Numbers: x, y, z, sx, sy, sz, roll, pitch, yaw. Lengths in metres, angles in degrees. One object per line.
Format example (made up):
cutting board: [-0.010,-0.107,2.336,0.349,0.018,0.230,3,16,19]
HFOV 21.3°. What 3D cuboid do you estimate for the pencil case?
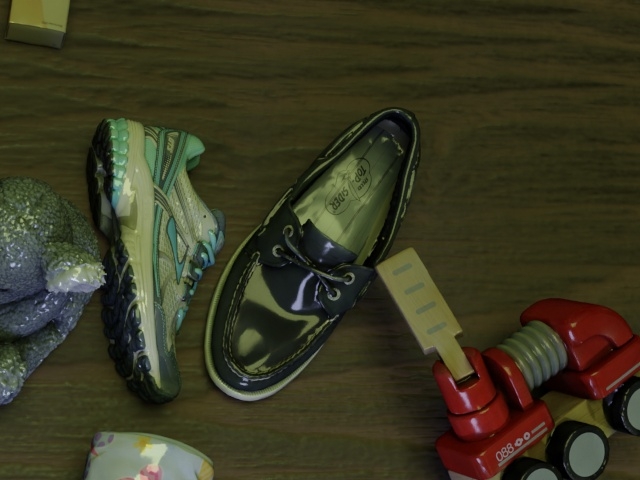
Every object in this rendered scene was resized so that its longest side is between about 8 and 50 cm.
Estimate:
pencil case: [-0.175,0.305,1.500,0.124,0.113,0.273,20,67,-19]

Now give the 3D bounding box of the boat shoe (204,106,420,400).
boat shoe: [0.004,0.002,1.659,0.127,0.113,0.340,39,65,0]

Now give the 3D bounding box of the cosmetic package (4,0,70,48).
cosmetic package: [-0.280,-0.256,1.711,0.060,0.041,0.115,8,69,-14]

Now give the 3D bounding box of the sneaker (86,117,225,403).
sneaker: [-0.143,0.014,1.618,0.122,0.110,0.283,-1,72,-21]

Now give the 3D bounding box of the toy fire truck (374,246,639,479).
toy fire truck: [0.179,0.109,1.634,0.217,0.158,0.246,-33,110,-23]

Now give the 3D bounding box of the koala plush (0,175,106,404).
koala plush: [-0.279,0.007,1.518,0.203,0.221,0.196,-41,85,-24]
